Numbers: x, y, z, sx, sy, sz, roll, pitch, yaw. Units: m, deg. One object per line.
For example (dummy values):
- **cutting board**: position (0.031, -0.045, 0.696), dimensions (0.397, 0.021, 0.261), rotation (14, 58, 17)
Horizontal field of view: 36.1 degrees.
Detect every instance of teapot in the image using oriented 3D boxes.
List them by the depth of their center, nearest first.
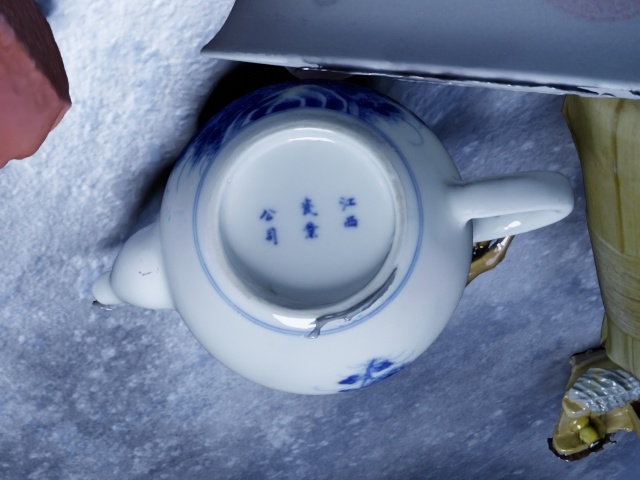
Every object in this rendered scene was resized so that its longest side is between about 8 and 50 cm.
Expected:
- **teapot**: position (0.000, 0.000, 0.821), dimensions (0.423, 0.252, 0.280), rotation (-11, 173, 2)

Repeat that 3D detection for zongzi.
- **zongzi**: position (0.446, -0.132, 0.937), dimensions (0.467, 0.218, 0.500), rotation (-37, 130, -18)

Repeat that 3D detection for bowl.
- **bowl**: position (0.104, -0.168, 0.587), dimensions (0.345, 0.345, 0.157), rotation (1, 99, -23)

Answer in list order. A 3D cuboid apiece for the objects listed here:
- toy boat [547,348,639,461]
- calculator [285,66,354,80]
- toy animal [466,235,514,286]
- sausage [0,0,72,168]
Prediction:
- **toy boat**: position (0.513, 0.187, 1.270), dimensions (0.445, 0.162, 0.136), rotation (-12, 136, -9)
- **calculator**: position (0.037, -0.187, 0.777), dimensions (0.166, 0.024, 0.103), rotation (-38, 136, 17)
- **toy animal**: position (0.079, 0.028, 1.007), dimensions (0.275, 0.054, 0.149), rotation (-31, 135, 13)
- **sausage**: position (-0.266, -0.151, 0.600), dimensions (0.152, 0.152, 0.280), rotation (-24, 139, 4)
